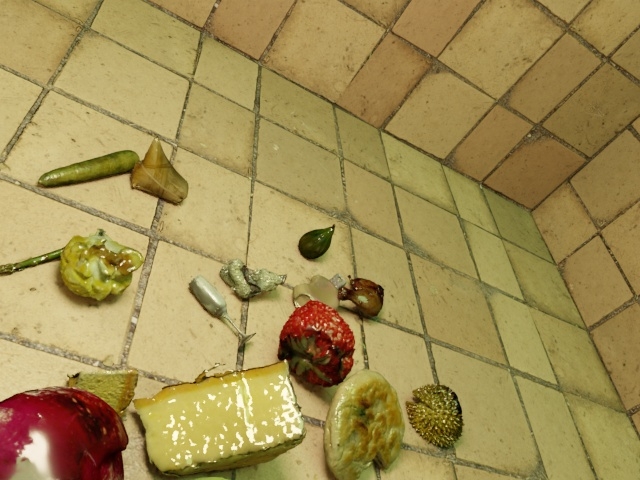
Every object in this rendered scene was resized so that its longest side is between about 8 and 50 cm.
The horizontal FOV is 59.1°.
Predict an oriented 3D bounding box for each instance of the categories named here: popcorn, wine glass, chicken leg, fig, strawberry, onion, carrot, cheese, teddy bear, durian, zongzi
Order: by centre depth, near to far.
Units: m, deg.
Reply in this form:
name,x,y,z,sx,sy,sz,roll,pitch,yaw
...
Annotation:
name,x,y,z,sx,sy,sz,roll,pitch,yaw
onion,-0.570,0.423,0.991,0.419,0.399,0.398,20,33,12
popcorn,-0.576,0.060,1.499,0.198,0.212,0.198,34,50,-54
wine glass,-0.302,0.206,1.701,0.262,0.074,0.074,47,35,9
strawberry,-0.001,0.301,1.720,0.261,0.261,0.258,42,43,2
carrot,-0.722,-0.226,1.778,0.074,0.074,0.358,48,36,10
teddy bear,-0.214,0.135,1.813,0.213,0.133,0.111,15,68,-20
zongzi,-0.509,-0.232,1.875,0.194,0.197,0.099,25,28,-26
durian,0.419,0.581,1.906,0.237,0.138,0.194,21,39,-27
cheese,0.012,0.183,2.017,0.163,0.082,0.286,46,32,5
chicken leg,0.161,0.199,2.091,0.177,0.083,0.322,40,18,3
fig,0.000,0.000,2.123,0.117,0.177,0.117,37,38,-36

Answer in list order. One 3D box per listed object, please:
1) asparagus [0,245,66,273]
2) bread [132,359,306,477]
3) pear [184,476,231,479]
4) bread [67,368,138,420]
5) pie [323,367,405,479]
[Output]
name,x,y,z,sx,sy,sz,roll,pitch,yaw
asparagus,-0.743,0.052,1.482,0.236,0.034,0.027,-23,77,-50
bread,-0.229,0.419,1.371,0.315,0.279,0.249,14,48,-50
pear,-0.193,0.656,1.169,0.342,0.239,0.318,20,6,34
bread,-0.503,0.332,1.308,0.147,0.152,0.127,10,37,-33
pie,0.126,0.534,1.629,0.337,0.075,0.338,7,80,-44
